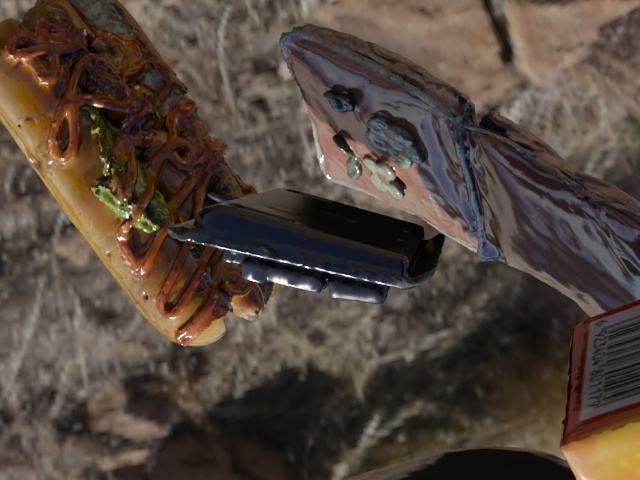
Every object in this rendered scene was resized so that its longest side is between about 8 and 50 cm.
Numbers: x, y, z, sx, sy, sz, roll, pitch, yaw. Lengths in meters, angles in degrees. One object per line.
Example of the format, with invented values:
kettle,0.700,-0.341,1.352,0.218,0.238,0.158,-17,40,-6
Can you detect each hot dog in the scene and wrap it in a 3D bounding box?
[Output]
hot dog,-0.159,-0.072,1.525,0.158,0.349,0.117,-32,177,-31

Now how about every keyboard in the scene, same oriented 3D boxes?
keyboard,0.000,0.000,0.667,0.093,0.230,0.025,13,94,5

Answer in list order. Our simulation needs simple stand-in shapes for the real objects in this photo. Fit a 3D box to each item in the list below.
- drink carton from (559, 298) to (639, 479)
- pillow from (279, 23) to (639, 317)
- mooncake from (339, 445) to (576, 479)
drink carton,0.182,0.036,0.448,0.223,0.071,0.096,-24,109,22
pillow,0.079,-0.026,0.845,0.043,0.232,0.126,-48,148,-14
mooncake,0.079,0.240,0.737,0.154,0.306,0.306,-10,141,-30
